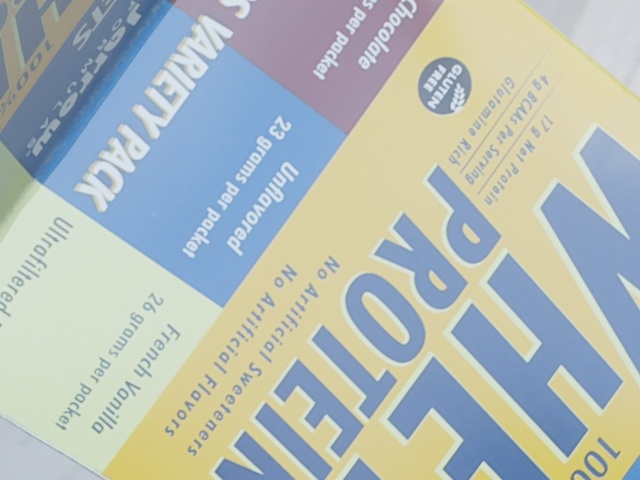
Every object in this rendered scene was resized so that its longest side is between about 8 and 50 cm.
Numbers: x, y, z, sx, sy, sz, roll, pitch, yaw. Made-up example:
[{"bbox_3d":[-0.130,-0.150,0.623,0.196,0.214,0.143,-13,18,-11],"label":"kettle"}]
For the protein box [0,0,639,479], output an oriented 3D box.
[{"bbox_3d":[0.000,0.000,0.494,0.136,0.200,0.201,-54,-157,0],"label":"protein box"}]
